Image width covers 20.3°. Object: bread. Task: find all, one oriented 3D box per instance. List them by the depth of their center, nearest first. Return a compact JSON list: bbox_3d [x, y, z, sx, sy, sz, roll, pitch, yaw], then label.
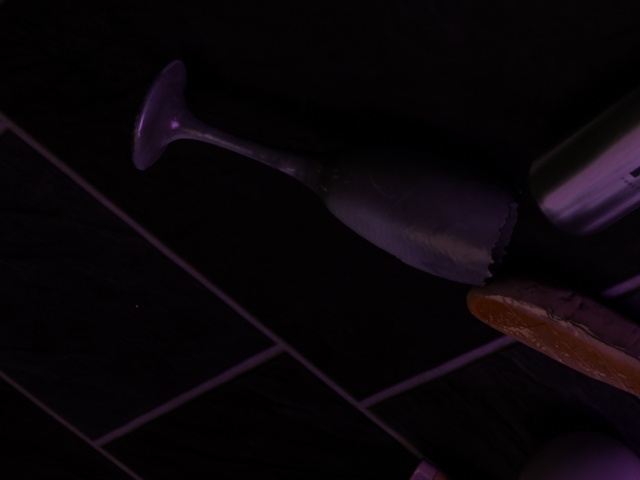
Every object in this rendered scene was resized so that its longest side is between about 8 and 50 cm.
[{"bbox_3d":[0.226,0.075,1.488,0.214,0.053,0.073,26,149,0],"label":"bread"}]

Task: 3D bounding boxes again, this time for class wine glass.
[{"bbox_3d":[0.000,0.000,1.508,0.310,0.096,0.264,20,142,10],"label":"wine glass"}]

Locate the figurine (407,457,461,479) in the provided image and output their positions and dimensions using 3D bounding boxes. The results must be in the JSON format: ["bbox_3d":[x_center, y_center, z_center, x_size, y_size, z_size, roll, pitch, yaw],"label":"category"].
[{"bbox_3d":[0.111,0.313,1.811,0.102,0.111,0.195,26,143,6],"label":"figurine"}]

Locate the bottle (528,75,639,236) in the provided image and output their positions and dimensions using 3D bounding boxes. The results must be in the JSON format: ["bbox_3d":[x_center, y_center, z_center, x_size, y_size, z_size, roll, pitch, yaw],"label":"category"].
[{"bbox_3d":[0.249,-0.081,1.261,0.096,0.079,0.254,1,157,-29],"label":"bottle"}]

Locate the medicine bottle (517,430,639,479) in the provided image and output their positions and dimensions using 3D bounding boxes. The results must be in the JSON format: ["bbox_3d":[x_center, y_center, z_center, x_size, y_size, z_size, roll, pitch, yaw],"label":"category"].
[{"bbox_3d":[0.246,0.307,1.696,0.130,0.130,0.341,16,143,17],"label":"medicine bottle"}]
